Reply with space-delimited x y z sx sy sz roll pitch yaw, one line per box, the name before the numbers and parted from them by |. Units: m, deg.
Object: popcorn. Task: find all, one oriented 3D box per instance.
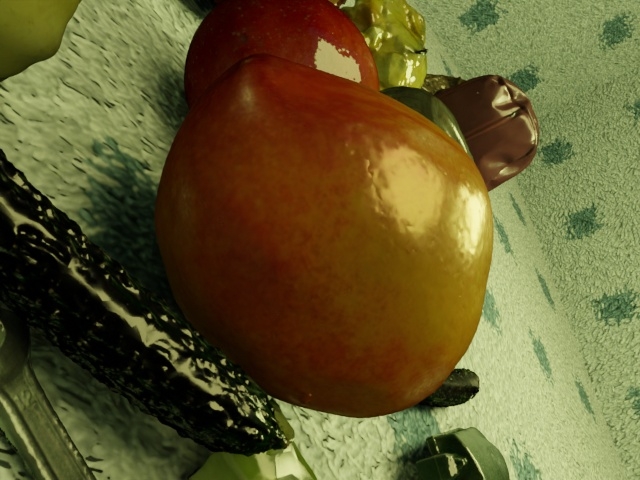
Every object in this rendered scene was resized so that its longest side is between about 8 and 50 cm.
popcorn | 0.116 -0.374 1.176 0.252 0.215 0.286 46 34 -45

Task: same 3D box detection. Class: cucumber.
cucumber | 0.185 0.231 0.910 0.245 0.067 0.067 17 52 -54
cucumber | -0.138 0.055 0.385 0.300 0.072 0.072 45 29 -10

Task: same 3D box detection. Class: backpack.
backpack | 0.324 -0.225 1.302 0.283 0.317 0.197 62 24 -2

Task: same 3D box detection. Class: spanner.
spanner | -0.150 0.180 0.372 0.302 0.017 0.071 61 25 -7

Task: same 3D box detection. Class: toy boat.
toy boat | 0.220 0.345 0.841 0.319 0.092 0.141 28 42 -62

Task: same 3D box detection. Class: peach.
peach | -0.001 0.004 0.514 0.308 0.289 0.289 39 34 -57

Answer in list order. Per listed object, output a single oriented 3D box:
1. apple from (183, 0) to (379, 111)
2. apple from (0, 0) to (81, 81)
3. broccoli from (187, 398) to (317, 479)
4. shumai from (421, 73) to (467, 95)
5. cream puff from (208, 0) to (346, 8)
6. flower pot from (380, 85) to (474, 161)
apple | -0.044 -0.176 0.673 0.218 0.218 0.201 9 51 -60
apple | -0.246 -0.200 0.361 0.200 0.200 0.200 43 32 -36
broccoli | 0.046 0.296 0.462 0.252 0.221 0.361 -10 72 -27
shumai | 0.286 -0.332 1.574 0.283 0.217 0.346 -3 50 -29
cream puff | -0.049 -0.471 0.830 0.229 0.350 0.350 50 22 16
flower pot | 0.111 -0.079 0.854 0.302 0.213 0.302 44 36 -45
